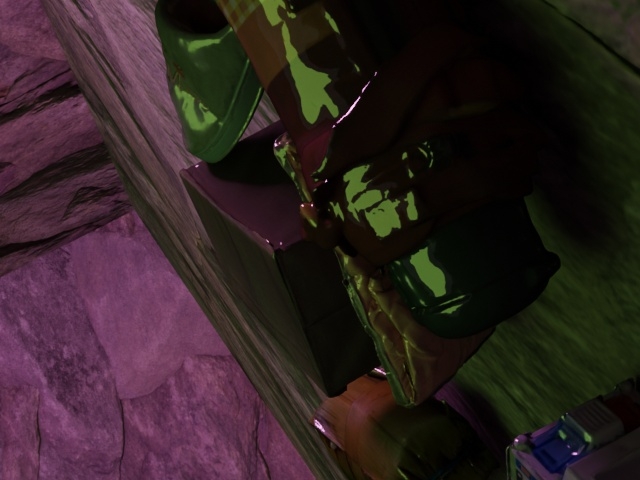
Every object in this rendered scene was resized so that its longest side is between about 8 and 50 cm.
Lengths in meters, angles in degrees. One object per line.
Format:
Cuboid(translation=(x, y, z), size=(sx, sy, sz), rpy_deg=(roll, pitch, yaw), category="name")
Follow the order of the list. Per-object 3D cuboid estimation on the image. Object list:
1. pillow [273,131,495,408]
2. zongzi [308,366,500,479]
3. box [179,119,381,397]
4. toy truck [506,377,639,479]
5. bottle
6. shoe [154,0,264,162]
Cuboid(translation=(0.059, -0.003, 0.637), size=(0.043, 0.126, 0.232), rpy_deg=(-6, 116, 50), category="pillow")
Cuboid(translation=(0.134, 0.279, 0.944), size=(0.289, 0.123, 0.260), rpy_deg=(55, 165, -15), category="zongzi")
Cuboid(translation=(0.000, 0.000, 0.787), size=(0.231, 0.149, 0.155), rpy_deg=(38, 153, 58), category="box")
Cuboid(translation=(0.221, 0.215, 0.485), size=(0.268, 0.124, 0.155), rpy_deg=(45, 154, 51), category="toy truck")
Cuboid(translation=(0.035, -0.071, 0.516), size=(0.156, 0.143, 0.271), rpy_deg=(-29, 85, 34), category="bottle")
Cuboid(translation=(-0.090, -0.166, 0.739), size=(0.251, 0.100, 0.103), rpy_deg=(123, 151, -45), category="shoe")
